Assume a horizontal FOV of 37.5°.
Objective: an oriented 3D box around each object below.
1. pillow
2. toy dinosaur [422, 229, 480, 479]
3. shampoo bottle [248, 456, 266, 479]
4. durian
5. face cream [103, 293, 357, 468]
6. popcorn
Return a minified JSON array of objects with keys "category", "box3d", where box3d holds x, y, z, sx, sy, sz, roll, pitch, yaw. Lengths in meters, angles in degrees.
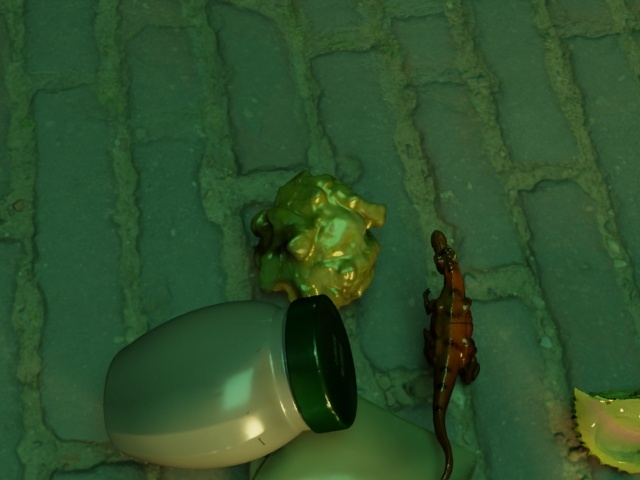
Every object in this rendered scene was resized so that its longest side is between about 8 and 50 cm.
[{"category":"pillow","box3d":[0.072,0.384,1.529,0.322,0.120,0.255,27,57,3]},{"category":"toy dinosaur","box3d":[0.223,0.204,1.607,0.097,0.208,0.433,-5,72,8]},{"category":"shampoo bottle","box3d":[-0.098,0.421,1.538,0.048,0.034,0.141,13,64,-16]},{"category":"durian","box3d":[0.596,0.313,1.618,0.355,0.169,0.158,-3,65,-4]},{"category":"face cream","box3d":[-0.140,0.218,1.473,0.356,0.220,0.312,-13,22,15]},{"category":"popcorn","box3d":[0.000,0.000,1.673,0.254,0.195,0.256,-13,85,-9]}]
